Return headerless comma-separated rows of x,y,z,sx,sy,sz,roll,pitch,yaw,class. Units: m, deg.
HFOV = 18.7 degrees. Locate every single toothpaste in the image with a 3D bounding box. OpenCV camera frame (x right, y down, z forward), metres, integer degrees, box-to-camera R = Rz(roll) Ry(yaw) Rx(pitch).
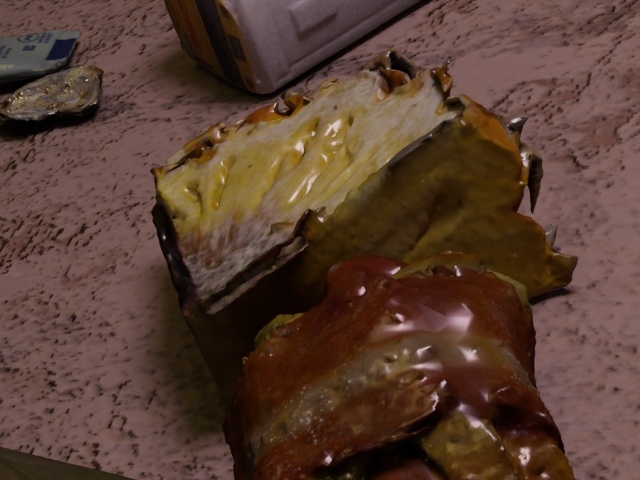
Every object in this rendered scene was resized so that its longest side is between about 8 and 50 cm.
-0.271,-0.115,1.346,0.216,0.037,0.062,-9,33,13,toothpaste

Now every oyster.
-0.177,-0.090,1.265,0.083,0.019,0.054,-11,34,14,oyster

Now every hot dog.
0.031,0.077,0.802,0.146,0.103,0.213,-20,32,2,hot dog

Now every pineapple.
0.000,0.000,0.956,0.236,0.114,0.186,-8,33,39,pineapple

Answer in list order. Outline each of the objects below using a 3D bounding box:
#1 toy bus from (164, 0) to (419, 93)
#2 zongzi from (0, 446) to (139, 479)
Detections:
0.054,-0.225,1.253,0.342,0.097,0.138,-33,35,-17,toy bus
-0.237,0.083,0.758,0.360,0.323,0.160,-19,43,-5,zongzi
